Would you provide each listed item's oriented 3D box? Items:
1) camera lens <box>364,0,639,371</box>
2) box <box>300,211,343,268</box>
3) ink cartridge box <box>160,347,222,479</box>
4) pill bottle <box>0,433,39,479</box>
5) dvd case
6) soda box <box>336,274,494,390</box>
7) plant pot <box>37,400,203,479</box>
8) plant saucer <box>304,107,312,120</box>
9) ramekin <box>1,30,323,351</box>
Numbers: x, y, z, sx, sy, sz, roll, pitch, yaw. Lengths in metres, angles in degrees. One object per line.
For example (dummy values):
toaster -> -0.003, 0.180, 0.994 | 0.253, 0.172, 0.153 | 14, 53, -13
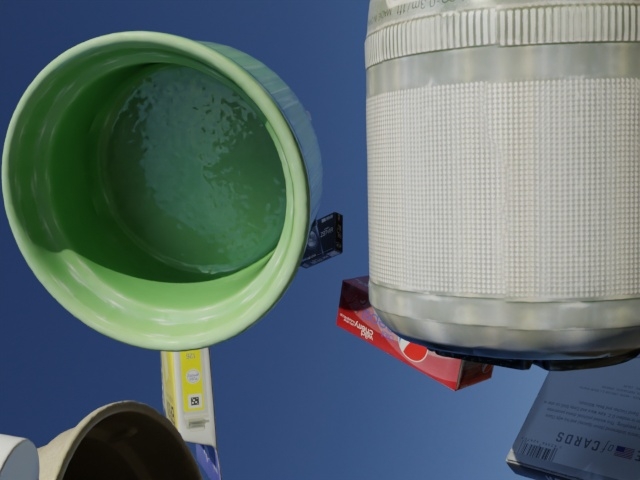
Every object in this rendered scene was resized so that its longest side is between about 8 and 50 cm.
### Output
camera lens -> 0.140, -0.064, 0.568 | 0.219, 0.219, 0.274 | -10, -80, -58
box -> 0.000, 0.000, 1.339 | 0.018, 0.083, 0.067 | 24, -124, -38
ink cartridge box -> -0.209, 0.212, 1.315 | 0.072, 0.303, 0.307 | -2, -94, -15
pill bottle -> -0.262, 0.140, 0.508 | 0.094, 0.169, 0.094 | 8, -90, -85
dvd case -> 0.280, 0.109, 0.708 | 0.239, 0.179, 0.029 | -55, -53, -27
soda box -> 0.145, 0.136, 1.334 | 0.092, 0.263, 0.083 | -8, -67, -41
plant pot -> -0.325, 0.372, 0.955 | 0.334, 0.305, 0.334 | -14, -90, -72
plant saucer -> -0.113, -0.175, 1.222 | 0.200, 0.200, 0.037 | -16, -80, -58
ramekin -> -0.141, -0.057, 0.852 | 0.148, 0.303, 0.303 | -52, -52, -69
